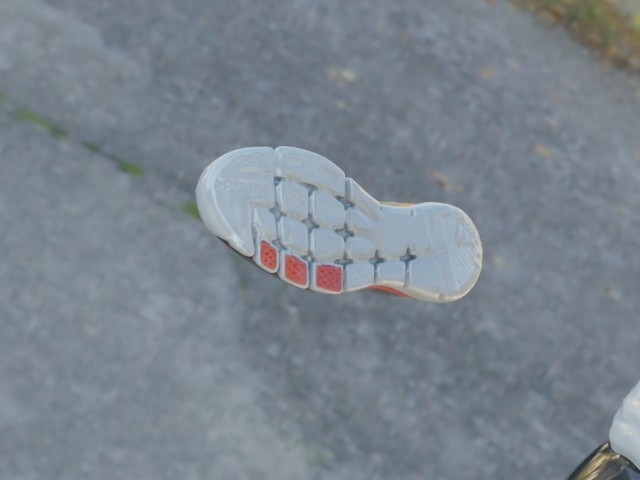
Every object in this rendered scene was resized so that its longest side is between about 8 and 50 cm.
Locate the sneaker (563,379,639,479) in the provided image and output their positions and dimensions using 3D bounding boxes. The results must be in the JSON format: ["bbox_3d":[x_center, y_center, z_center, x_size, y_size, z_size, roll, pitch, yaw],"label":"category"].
[{"bbox_3d":[0.171,0.157,0.567,0.271,0.108,0.100,43,16,-1],"label":"sneaker"}]

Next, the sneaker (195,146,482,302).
[{"bbox_3d":[0.000,0.000,0.870,0.158,0.061,0.065,19,-14,-35],"label":"sneaker"}]
